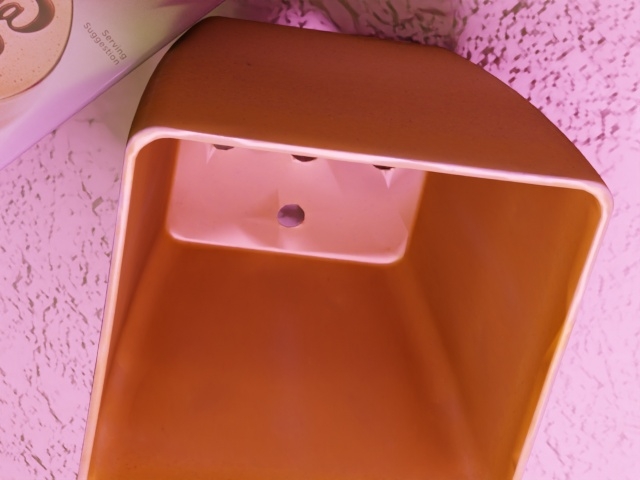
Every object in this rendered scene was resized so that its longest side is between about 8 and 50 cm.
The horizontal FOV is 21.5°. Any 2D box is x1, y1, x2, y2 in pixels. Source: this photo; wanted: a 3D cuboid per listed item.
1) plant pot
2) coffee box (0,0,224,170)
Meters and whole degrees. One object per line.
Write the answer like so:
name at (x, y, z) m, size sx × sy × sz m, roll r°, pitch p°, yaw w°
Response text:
plant pot at (0.000, 0.000, 0.839) m, size 0.212 × 0.187 × 0.212 m, roll 7°, pitch 123°, yaw -9°
coffee box at (-0.162, -0.140, 0.836) m, size 0.297 × 0.119 × 0.168 m, roll -35°, pitch 102°, yaw 17°
